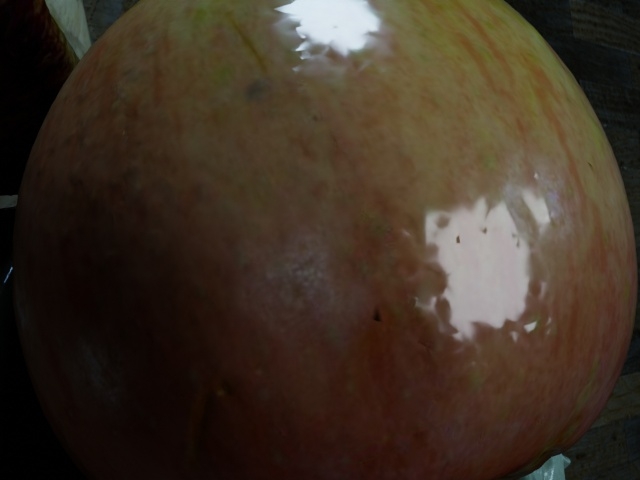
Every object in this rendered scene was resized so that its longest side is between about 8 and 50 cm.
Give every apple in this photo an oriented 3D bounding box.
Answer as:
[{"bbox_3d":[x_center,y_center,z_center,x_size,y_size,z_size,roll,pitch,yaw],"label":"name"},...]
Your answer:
[{"bbox_3d":[0.000,0.000,1.021,0.364,0.364,0.364,26,59,-57],"label":"apple"}]

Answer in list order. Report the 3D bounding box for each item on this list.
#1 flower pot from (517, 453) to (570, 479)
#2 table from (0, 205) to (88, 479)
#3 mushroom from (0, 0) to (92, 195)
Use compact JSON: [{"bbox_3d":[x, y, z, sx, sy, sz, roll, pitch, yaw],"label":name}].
[{"bbox_3d":[0.138,0.161,1.791,0.254,0.164,0.368,-14,104,-50],"label":"flower pot"},{"bbox_3d":[-0.236,0.092,1.127,0.172,0.193,0.169,59,36,-36],"label":"table"},{"bbox_3d":[-0.249,-0.184,1.124,0.345,0.239,0.345,43,19,-18],"label":"mushroom"}]
